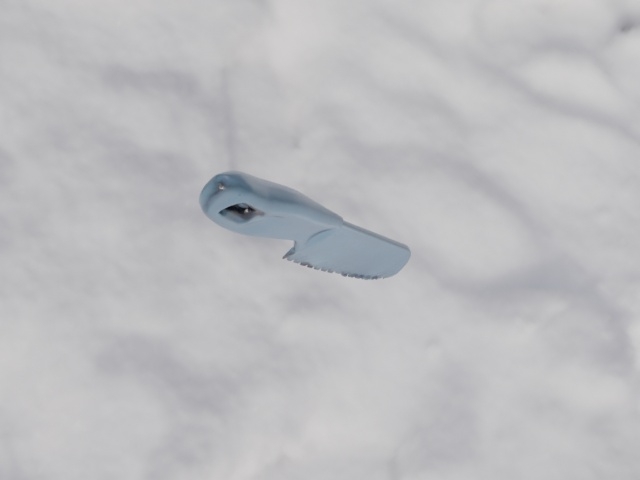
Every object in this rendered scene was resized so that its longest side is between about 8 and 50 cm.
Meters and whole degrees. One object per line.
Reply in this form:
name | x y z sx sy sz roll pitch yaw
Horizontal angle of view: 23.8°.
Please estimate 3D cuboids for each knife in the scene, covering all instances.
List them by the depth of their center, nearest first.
knife | 0.000 0.000 0.830 0.019 0.044 0.313 60 14 17
